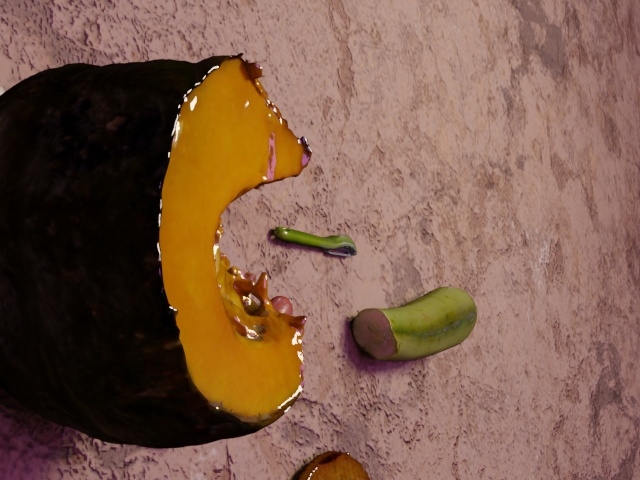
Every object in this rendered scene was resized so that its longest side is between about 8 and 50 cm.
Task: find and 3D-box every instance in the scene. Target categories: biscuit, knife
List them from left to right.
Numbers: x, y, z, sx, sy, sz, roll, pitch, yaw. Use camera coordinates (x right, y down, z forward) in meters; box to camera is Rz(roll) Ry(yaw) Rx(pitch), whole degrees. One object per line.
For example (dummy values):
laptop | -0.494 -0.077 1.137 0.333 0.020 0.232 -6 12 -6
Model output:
knife | 0.000 0.000 1.345 0.184 0.022 0.026 12 103 -58
biscuit | 0.010 0.302 1.293 0.206 0.025 0.126 -2 86 -60

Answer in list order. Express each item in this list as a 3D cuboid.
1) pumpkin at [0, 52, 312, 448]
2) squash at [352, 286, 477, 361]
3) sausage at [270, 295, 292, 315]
pumpkin | -0.145 0.011 0.905 0.256 0.225 0.303 14 71 -60
squash | 0.128 0.109 1.485 0.250 0.083 0.083 -8 91 -56
sausage | -0.088 0.124 1.161 0.253 0.034 0.034 -51 126 -50
